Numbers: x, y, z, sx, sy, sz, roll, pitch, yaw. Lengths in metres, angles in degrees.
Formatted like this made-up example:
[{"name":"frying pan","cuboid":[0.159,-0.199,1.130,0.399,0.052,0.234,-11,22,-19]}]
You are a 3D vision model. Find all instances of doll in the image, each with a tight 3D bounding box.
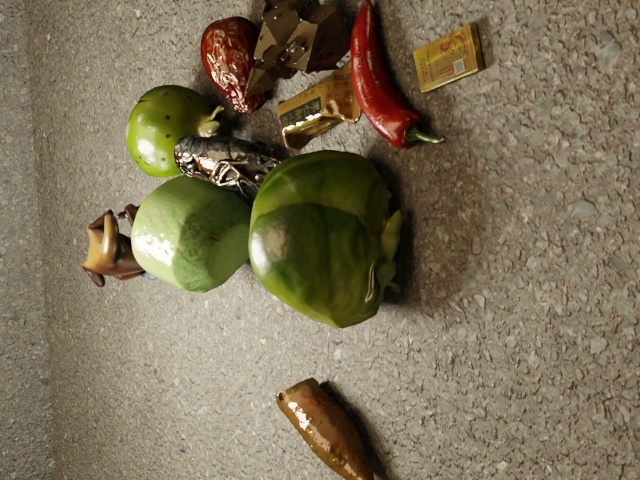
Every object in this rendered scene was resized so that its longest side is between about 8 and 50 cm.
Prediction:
[{"name":"doll","cuboid":[-0.505,0.003,2.416,0.209,0.339,0.318,-112,29,-42]}]

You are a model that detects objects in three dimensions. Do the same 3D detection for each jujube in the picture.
[{"name":"jujube","cuboid":[-0.203,-0.430,2.067,0.168,0.168,0.236,-1,112,54]}]

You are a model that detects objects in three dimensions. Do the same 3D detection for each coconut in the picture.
[{"name":"coconut","cuboid":[-0.340,-0.023,2.204,0.328,0.281,0.329,-11,66,27]}]

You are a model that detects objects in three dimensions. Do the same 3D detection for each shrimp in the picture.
[{"name":"shrimp","cuboid":[-0.195,-0.197,2.097,0.372,0.172,0.137,16,122,17]}]

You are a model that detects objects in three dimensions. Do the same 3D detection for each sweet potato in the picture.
[{"name":"sweet potato","cuboid":[0.028,0.452,1.951,0.336,0.131,0.131,42,129,40]}]

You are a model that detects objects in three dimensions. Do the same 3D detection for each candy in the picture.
[{"name":"candy","cuboid":[0.005,-0.290,1.849,0.271,0.101,0.143,-21,73,47]}]

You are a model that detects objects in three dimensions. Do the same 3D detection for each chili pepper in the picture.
[{"name":"chili pepper","cuboid":[0.124,-0.307,1.679,0.137,0.091,0.368,-50,59,47]}]

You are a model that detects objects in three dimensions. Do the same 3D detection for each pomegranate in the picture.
[{"name":"pomegranate","cuboid":[-0.374,-0.298,2.253,0.340,0.260,0.261,-10,89,32]}]

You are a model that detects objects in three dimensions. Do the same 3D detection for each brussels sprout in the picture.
[{"name":"brussels sprout","cuboid":[0.000,0.000,1.768,0.276,0.314,0.371,-170,68,-77]}]

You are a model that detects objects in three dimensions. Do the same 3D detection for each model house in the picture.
[{"name":"model house","cuboid":[-0.085,-0.401,1.771,0.180,0.248,0.176,23,155,43]}]

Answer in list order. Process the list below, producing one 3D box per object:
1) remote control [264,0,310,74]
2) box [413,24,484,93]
[{"name":"remote control","cuboid":[-0.068,-0.497,1.962,0.063,0.025,0.245,-50,58,42]},{"name":"box","cuboid":[0.239,-0.338,1.574,0.156,0.022,0.089,-16,86,54]}]
